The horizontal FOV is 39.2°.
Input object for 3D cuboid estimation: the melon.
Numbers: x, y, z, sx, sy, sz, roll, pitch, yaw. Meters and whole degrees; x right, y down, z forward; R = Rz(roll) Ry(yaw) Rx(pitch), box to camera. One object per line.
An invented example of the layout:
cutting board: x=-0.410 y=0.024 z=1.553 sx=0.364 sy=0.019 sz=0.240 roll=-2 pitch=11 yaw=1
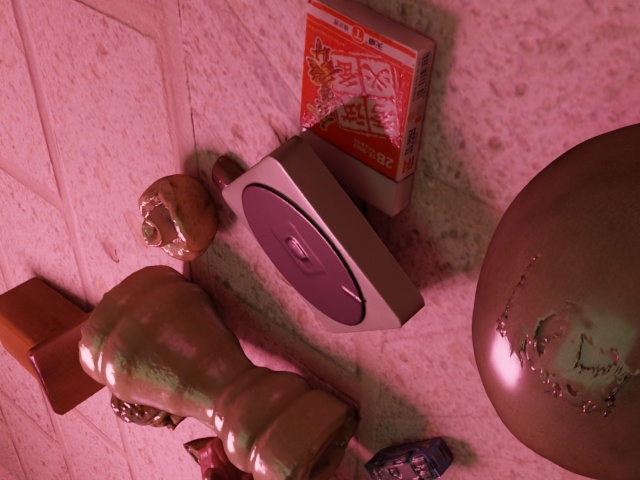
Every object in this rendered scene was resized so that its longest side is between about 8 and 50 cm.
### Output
melon: x=0.264 y=0.049 z=0.736 sx=0.268 sy=0.268 sz=0.330 roll=42 pitch=136 yaw=19

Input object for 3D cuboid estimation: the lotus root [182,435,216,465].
lotus root: x=-0.172 y=0.444 z=1.747 sx=0.204 sy=0.078 sz=0.183 roll=11 pitch=138 yaw=55

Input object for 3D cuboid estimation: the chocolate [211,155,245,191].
chocolate: x=-0.125 y=-0.075 z=1.315 sx=0.101 sy=0.031 sz=0.064 roll=43 pitch=149 yaw=14

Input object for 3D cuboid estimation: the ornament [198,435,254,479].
ornament: x=-0.112 y=0.447 z=1.544 sx=0.235 sy=0.221 sz=0.217 roll=-42 pitch=50 yaw=35

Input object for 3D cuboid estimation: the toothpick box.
toothpick box: x=-0.618 y=0.222 z=2.052 sx=0.308 sy=0.190 sz=0.187 roll=24 pitch=138 yaw=43

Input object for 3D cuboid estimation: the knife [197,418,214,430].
knife: x=-0.169 y=0.404 z=1.795 sx=0.293 sy=0.020 sz=0.043 roll=27 pitch=138 yaw=32

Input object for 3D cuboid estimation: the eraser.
eraser: x=0.046 y=-0.154 z=1.031 sx=0.157 sy=0.038 sz=0.230 roll=34 pitch=140 yaw=28

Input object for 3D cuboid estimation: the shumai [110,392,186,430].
shumai: x=-0.321 y=0.292 z=1.825 sx=0.184 sy=0.184 sz=0.142 roll=41 pitch=175 yaw=20

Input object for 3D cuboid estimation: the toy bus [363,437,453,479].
toy bus: x=0.129 y=0.330 z=1.327 sx=0.051 sy=0.061 sz=0.153 roll=58 pitch=145 yaw=-2

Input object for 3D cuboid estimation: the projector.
projector: x=0.000 y=0.000 z=1.159 sx=0.259 sy=0.079 sz=0.257 roll=53 pitch=160 yaw=-6

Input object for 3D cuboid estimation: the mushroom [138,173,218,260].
mushroom: x=-0.221 y=-0.034 z=1.395 sx=0.148 sy=0.112 sz=0.148 roll=22 pitch=127 yaw=33

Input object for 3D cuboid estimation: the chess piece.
chess piece: x=-0.164 y=0.241 z=1.467 sx=0.442 sy=0.234 sz=0.234 roll=32 pitch=140 yaw=24
